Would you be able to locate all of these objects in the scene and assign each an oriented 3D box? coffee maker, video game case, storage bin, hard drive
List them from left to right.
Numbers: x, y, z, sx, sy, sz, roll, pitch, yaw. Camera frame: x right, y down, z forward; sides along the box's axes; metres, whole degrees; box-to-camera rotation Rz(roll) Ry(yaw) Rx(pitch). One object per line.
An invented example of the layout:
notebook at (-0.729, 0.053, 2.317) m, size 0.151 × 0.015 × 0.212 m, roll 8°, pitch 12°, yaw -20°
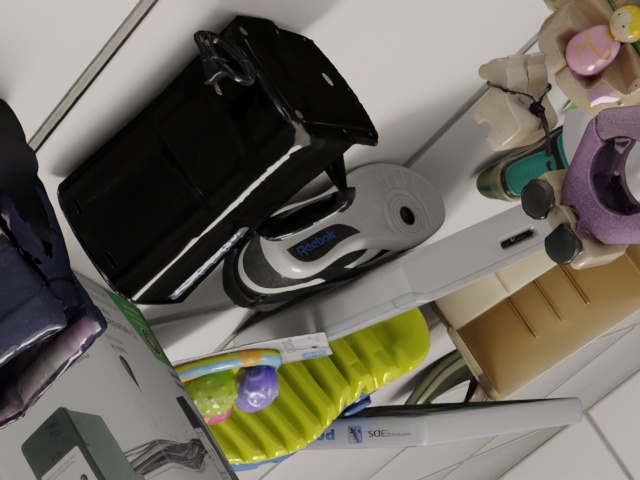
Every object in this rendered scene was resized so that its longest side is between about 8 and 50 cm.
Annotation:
coffee maker at (-0.081, -0.054, 1.032) m, size 0.178 × 0.120 × 0.171 m, roll -41°, pitch 138°, yaw 22°
video game case at (0.096, 0.216, 1.899) m, size 0.300 × 0.036 × 0.329 m, roll -7°, pitch 174°, yaw 39°
hard drive at (0.087, 0.034, 1.488) m, size 0.233 × 0.047 × 0.353 m, roll -23°, pitch 178°, yaw -29°
storage bin at (0.279, 0.065, 1.966) m, size 0.262 × 0.123 × 0.260 m, roll -33°, pitch 164°, yaw 3°

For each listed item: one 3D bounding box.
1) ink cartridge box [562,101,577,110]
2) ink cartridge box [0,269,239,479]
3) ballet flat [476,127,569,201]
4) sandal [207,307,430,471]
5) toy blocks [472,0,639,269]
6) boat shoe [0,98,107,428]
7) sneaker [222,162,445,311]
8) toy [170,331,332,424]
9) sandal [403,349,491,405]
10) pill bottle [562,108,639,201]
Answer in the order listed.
ink cartridge box at (0.280, -0.175, 1.397) m, size 0.209 × 0.062 × 0.109 m, roll -12°, pitch 154°, yaw -49°
ink cartridge box at (-0.145, 0.182, 1.228) m, size 0.121 × 0.289 × 0.211 m, roll -34°, pitch 164°, yaw 3°
ballet flat at (0.224, -0.079, 1.612) m, size 0.168 × 0.057 × 0.052 m, roll -17°, pitch -175°, yaw -34°
sandal at (-0.030, 0.163, 1.694) m, size 0.317 × 0.126 × 0.138 m, roll -20°, pitch 163°, yaw -33°
toy blocks at (0.256, -0.174, 0.976) m, size 0.309 × 0.288 × 0.260 m, roll -10°, pitch 158°, yaw -48°
boat shoe at (-0.279, 0.076, 0.913) m, size 0.340 × 0.158 × 0.127 m, roll -38°, pitch 163°, yaw 14°
sneaker at (0.000, 0.000, 1.383) m, size 0.217 × 0.079 × 0.121 m, roll -16°, pitch 168°, yaw -45°
toy at (-0.106, 0.134, 1.429) m, size 0.237 × 0.056 × 0.137 m, roll -9°, pitch 169°, yaw 1°
sandal at (0.234, 0.194, 2.308) m, size 0.303 × 0.086 × 0.120 m, roll -28°, pitch 162°, yaw -17°
pill bottle at (0.347, -0.113, 1.590) m, size 0.221 × 0.124 × 0.124 m, roll -15°, pitch 156°, yaw -45°
